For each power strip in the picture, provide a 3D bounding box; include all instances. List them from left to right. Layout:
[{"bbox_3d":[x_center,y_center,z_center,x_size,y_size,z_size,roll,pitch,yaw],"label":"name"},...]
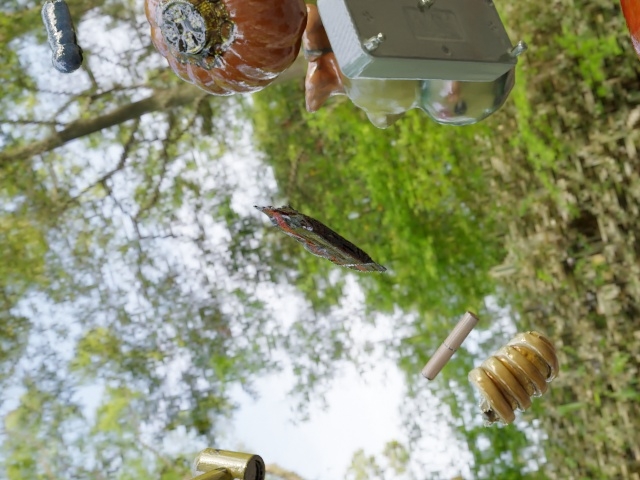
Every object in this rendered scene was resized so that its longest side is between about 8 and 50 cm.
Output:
[{"bbox_3d":[0.090,-0.225,0.951,0.216,0.061,0.145,-7,-110,-42],"label":"power strip"}]

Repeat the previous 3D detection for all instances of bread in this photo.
[{"bbox_3d":[0.319,0.228,1.648,0.084,0.177,0.119,42,169,50],"label":"bread"}]

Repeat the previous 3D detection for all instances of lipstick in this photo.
[{"bbox_3d":[0.150,0.122,1.157,0.019,0.094,0.019,32,-164,-11],"label":"lipstick"}]

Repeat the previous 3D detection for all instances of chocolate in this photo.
[{"bbox_3d":[0.000,0.000,1.251,0.182,0.086,0.028,36,-110,-34],"label":"chocolate"}]

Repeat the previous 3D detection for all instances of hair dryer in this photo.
[{"bbox_3d":[-0.236,0.486,2.028,0.279,0.135,0.090,1,-87,-65],"label":"hair dryer"}]

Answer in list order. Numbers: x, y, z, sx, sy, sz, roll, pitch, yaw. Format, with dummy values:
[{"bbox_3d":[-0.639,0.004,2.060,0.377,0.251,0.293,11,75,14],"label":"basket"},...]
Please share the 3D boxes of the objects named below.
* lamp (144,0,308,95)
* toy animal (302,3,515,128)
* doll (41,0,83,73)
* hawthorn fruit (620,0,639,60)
[{"bbox_3d":[-0.124,-0.297,1.295,0.196,0.223,0.223,-39,-67,-52],"label":"lamp"},{"bbox_3d":[0.144,-0.294,1.604,0.191,0.338,0.216,-74,-13,-48],"label":"toy animal"},{"bbox_3d":[-0.306,-0.244,1.182,0.027,0.037,0.125,69,180,-58],"label":"doll"},{"bbox_3d":[0.292,-0.165,0.663,0.189,0.189,0.189,-15,-90,-69],"label":"hawthorn fruit"}]
